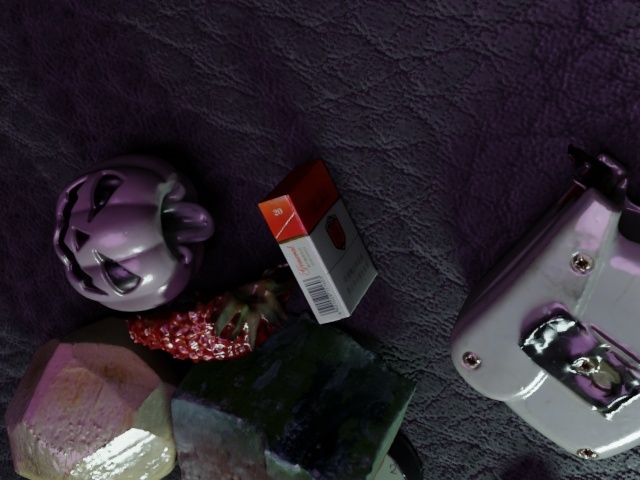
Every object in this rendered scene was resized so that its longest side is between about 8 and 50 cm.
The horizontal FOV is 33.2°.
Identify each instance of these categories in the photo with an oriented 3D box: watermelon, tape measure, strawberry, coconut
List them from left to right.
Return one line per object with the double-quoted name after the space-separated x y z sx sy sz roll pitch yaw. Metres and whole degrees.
-0.272 0.211 1.356 0.236 0.237 0.197 23 165 11 "coconut"
-0.122 0.096 1.254 0.208 0.167 0.087 -16 96 53 "strawberry"
-0.046 0.252 1.249 0.264 0.151 0.302 22 112 26 "watermelon"
0.273 0.080 1.076 0.265 0.130 0.258 38 123 0 "tape measure"

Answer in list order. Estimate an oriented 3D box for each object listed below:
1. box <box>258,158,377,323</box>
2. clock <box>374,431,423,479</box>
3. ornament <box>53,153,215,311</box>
0.000 0.000 1.169 0.048 0.100 0.152 -20 107 29 "box"
0.038 0.296 1.350 0.184 0.040 0.185 11 121 18 "clock"
-0.205 -0.011 1.211 0.177 0.177 0.178 11 120 19 "ornament"
